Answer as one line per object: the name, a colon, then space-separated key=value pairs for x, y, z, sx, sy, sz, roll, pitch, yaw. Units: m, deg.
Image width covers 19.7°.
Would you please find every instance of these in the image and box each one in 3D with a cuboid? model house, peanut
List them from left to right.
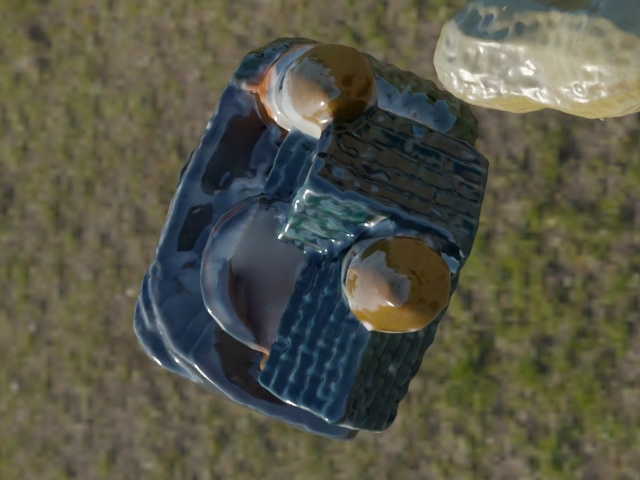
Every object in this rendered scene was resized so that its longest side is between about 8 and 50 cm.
model house: x=0.000 y=0.000 z=1.207 sx=0.301 sy=0.190 sz=0.271 roll=-149 pitch=83 yaw=-82
peanut: x=0.244 y=-0.192 z=1.809 sx=0.313 sy=0.149 sz=0.149 roll=11 pitch=98 yaw=51
